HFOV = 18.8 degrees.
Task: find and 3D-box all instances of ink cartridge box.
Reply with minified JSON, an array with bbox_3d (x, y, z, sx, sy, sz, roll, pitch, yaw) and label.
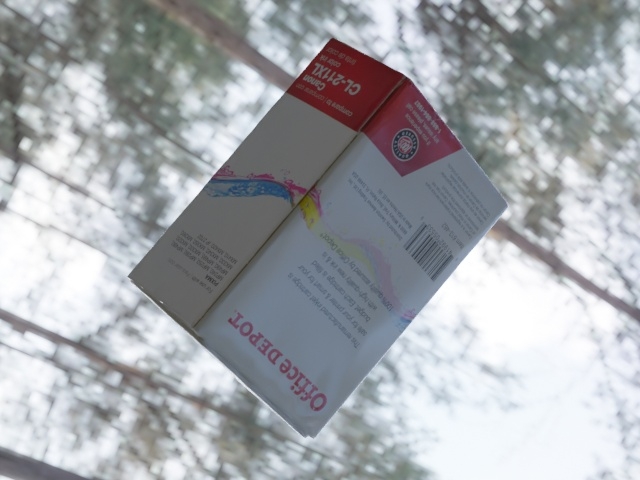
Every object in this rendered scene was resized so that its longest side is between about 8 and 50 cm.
[{"bbox_3d":[0.000,0.000,1.048,0.175,0.127,0.072,-49,-135,-7],"label":"ink cartridge box"}]
